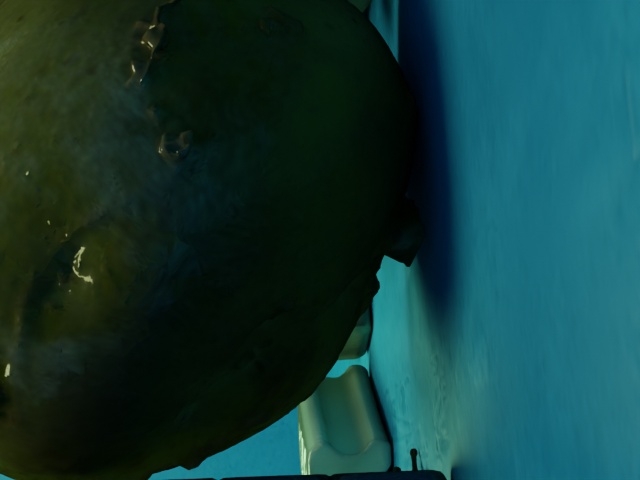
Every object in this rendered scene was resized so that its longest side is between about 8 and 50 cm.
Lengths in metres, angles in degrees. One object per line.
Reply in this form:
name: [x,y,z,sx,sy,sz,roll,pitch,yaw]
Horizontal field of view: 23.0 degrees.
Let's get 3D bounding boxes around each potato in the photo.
potato: [-0.119,0.000,1.156,0.442,0.385,0.319,-56,18,10]

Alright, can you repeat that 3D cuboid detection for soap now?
soap: [0.024,0.248,1.700,0.265,0.088,0.159,-106,13,-77]

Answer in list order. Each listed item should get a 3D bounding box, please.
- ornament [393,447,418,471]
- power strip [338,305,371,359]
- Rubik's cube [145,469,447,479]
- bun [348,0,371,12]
ornament: [0.074,0.219,1.273,0.125,0.028,0.073,-103,10,-82]
power strip: [-0.021,0.017,1.800,0.139,0.140,0.224,91,174,-71]
Rubik's cube: [-0.058,0.356,0.990,0.337,0.345,0.343,-106,14,-79]
bun: [-0.021,-0.253,1.370,0.111,0.188,0.164,19,-85,-52]
